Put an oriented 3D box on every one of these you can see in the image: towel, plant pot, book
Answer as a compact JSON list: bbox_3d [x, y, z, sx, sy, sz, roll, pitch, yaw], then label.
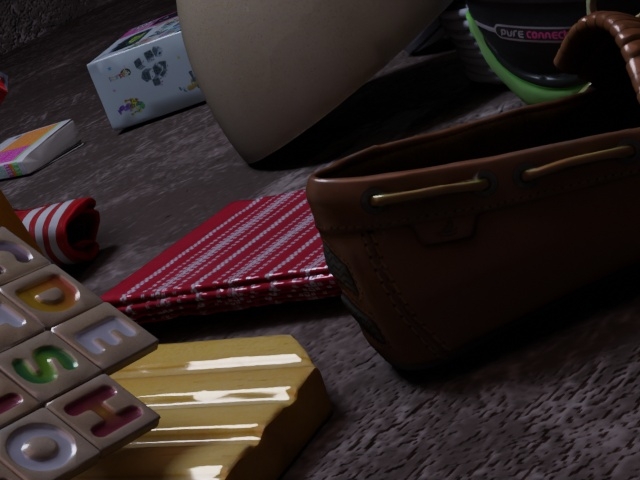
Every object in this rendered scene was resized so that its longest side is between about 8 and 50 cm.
[{"bbox_3d":[0.000,0.000,1.002,0.275,0.031,0.199,-9,19,33],"label":"towel"},{"bbox_3d":[-0.024,-0.234,1.338,0.284,0.191,0.284,-40,11,10],"label":"plant pot"},{"bbox_3d":[-0.374,-0.104,1.805,0.144,0.035,0.096,-6,26,44],"label":"book"}]

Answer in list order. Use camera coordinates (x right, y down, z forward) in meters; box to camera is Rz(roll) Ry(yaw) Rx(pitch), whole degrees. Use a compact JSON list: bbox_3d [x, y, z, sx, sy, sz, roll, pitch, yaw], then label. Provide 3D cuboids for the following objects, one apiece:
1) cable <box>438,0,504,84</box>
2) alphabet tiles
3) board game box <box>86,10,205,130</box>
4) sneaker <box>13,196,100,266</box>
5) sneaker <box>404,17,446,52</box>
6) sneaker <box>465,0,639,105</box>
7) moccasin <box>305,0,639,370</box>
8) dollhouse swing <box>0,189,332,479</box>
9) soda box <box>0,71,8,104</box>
[{"bbox_3d":[0.233,-0.220,1.294,0.257,0.089,0.257,-4,25,48],"label":"cable"},{"bbox_3d":[-0.200,0.045,0.691,0.237,0.009,0.198,33,37,25],"label":"alphabet tiles"},{"bbox_3d":[-0.110,-0.250,1.812,0.303,0.097,0.224,-17,17,13],"label":"board game box"},{"bbox_3d":[-0.260,0.005,1.283,0.128,0.087,0.221,-6,9,-16],"label":"sneaker"},{"bbox_3d":[0.182,-0.256,1.481,0.258,0.091,0.094,-36,18,39],"label":"sneaker"},{"bbox_3d":[0.285,-0.292,1.017,0.483,0.202,0.185,-43,14,16],"label":"sneaker"},{"bbox_3d":[0.173,-0.071,0.795,0.380,0.147,0.139,-23,16,-3],"label":"moccasin"},{"bbox_3d":[-0.226,0.050,0.733,0.305,0.315,0.347,-24,12,36],"label":"dollhouse swing"},{"bbox_3d":[-0.373,-0.046,1.274,0.263,0.092,0.083,-60,19,7],"label":"soda box"}]
